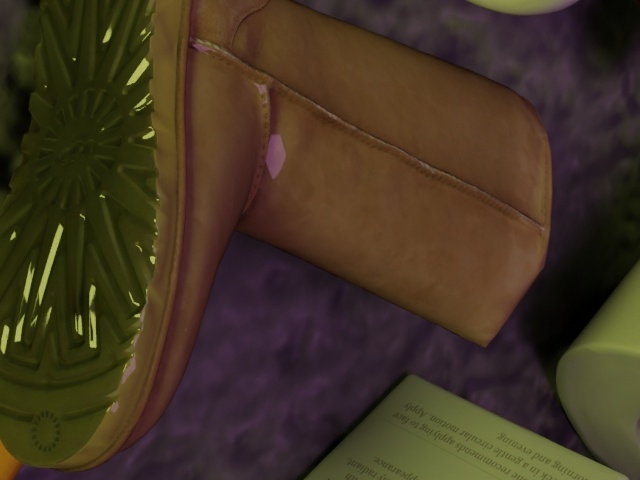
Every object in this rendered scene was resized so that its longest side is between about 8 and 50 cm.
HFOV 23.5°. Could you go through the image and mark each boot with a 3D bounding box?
[{"bbox_3d":[0.000,0.000,0.647,0.269,0.089,0.236,24,68,-46],"label":"boot"}]

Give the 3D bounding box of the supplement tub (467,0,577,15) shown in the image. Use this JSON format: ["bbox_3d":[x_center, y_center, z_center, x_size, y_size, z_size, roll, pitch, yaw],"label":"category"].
[{"bbox_3d":[0.114,-0.211,0.668,0.200,0.144,0.144,-48,132,-19],"label":"supplement tub"}]

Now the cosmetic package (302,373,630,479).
[{"bbox_3d":[0.059,0.198,0.771,0.183,0.151,0.151,-42,130,-22],"label":"cosmetic package"}]

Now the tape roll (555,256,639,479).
[{"bbox_3d":[0.279,0.081,0.868,0.169,0.246,0.246,-49,132,-19],"label":"tape roll"}]

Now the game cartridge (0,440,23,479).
[{"bbox_3d":[-0.261,0.130,0.504,0.285,0.052,0.324,37,79,-48],"label":"game cartridge"}]

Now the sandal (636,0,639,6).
[{"bbox_3d":[0.181,-0.167,0.823,0.072,0.049,0.180,-17,103,-44],"label":"sandal"}]
